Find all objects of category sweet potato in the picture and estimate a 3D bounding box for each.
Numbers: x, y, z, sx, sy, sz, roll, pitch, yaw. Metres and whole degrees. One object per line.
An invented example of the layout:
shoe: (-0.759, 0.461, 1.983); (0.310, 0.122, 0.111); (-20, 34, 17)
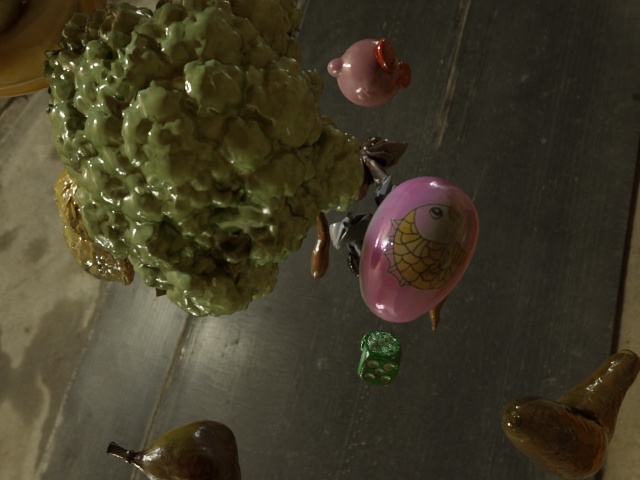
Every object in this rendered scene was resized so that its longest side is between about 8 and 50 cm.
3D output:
sweet potato: (0.000, 0.000, 1.276); (0.050, 0.050, 0.214); (8, 104, 23)
sweet potato: (0.291, 0.200, 0.552); (0.079, 0.346, 0.108); (28, 111, 42)
sweet potato: (0.356, 0.158, 1.474); (0.068, 0.068, 0.226); (3, 97, 22)

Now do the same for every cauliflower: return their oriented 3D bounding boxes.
cauliflower: (-0.084, -0.099, 0.468); (0.260, 0.281, 0.327); (14, 107, 13)

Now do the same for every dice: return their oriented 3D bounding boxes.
dice: (0.187, 0.374, 1.564); (0.120, 0.128, 0.131); (10, 119, -2)

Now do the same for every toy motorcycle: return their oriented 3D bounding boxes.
toy motorcycle: (0.122, -0.046, 1.195); (0.159, 0.106, 0.270); (33, 73, -6)

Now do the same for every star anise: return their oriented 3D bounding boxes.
star anise: (0.156, -0.252, 1.642); (0.315, 0.108, 0.315); (-14, 39, 12)

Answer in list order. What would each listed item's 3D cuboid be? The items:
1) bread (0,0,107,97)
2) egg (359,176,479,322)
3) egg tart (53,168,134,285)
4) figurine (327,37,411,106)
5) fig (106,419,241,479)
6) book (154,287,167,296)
bread: (-0.421, -0.309, 0.467); (0.245, 0.424, 0.329); (21, 96, 56)
egg: (0.173, 0.017, 0.887); (0.196, 0.196, 0.271); (19, 94, 25)
egg tart: (-0.381, -0.032, 0.823); (0.098, 0.252, 0.232); (-18, 55, -25)
figurine: (0.123, -0.423, 1.251); (0.173, 0.173, 0.173); (-7, 70, 19)
fig: (-0.294, 0.443, 1.005); (0.274, 0.170, 0.145); (13, 114, -13)
book: (-0.392, 0.084, 1.618); (0.310, 0.217, 0.021); (-13, 55, -23)
